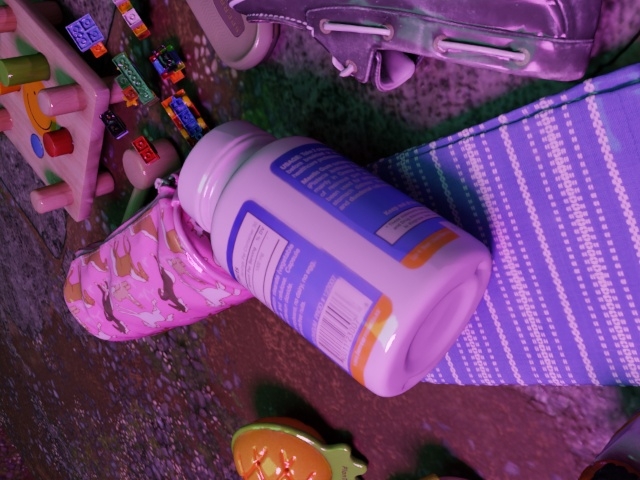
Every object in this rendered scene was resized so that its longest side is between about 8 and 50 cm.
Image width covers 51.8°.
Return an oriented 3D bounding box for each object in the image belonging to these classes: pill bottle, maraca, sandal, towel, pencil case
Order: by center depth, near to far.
[{"bbox_3d":[0.165,0.014,0.573,0.336,0.040,0.243,-14,101,50],"label":"towel"},{"bbox_3d":[0.000,0.000,0.592,0.272,0.152,0.152,36,131,28],"label":"pill bottle"},{"bbox_3d":[-0.149,-0.311,0.679,0.302,0.086,0.120,57,138,7],"label":"sandal"},{"bbox_3d":[-0.199,0.030,0.849,0.386,0.160,0.167,-26,76,49],"label":"pencil case"},{"bbox_3d":[-0.029,0.288,0.857,0.186,0.099,0.127,8,127,15],"label":"maraca"}]

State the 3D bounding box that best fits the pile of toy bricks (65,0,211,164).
[{"bbox_3d":[-0.224,-0.194,0.820,0.212,0.118,0.105,58,178,-9],"label":"pile of toy bricks"}]

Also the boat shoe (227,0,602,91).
[{"bbox_3d":[0.048,-0.177,0.522,0.335,0.121,0.119,15,115,38],"label":"boat shoe"}]

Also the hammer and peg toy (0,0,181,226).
[{"bbox_3d":[-0.369,-0.152,0.949,0.361,0.127,0.266,47,136,18],"label":"hammer and peg toy"}]

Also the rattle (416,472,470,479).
[{"bbox_3d":[0.158,0.347,0.708,0.200,0.130,0.142,30,140,4],"label":"rattle"}]

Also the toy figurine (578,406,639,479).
[{"bbox_3d":[0.292,0.226,0.458,0.213,0.148,0.209,-1,109,46],"label":"toy figurine"}]
